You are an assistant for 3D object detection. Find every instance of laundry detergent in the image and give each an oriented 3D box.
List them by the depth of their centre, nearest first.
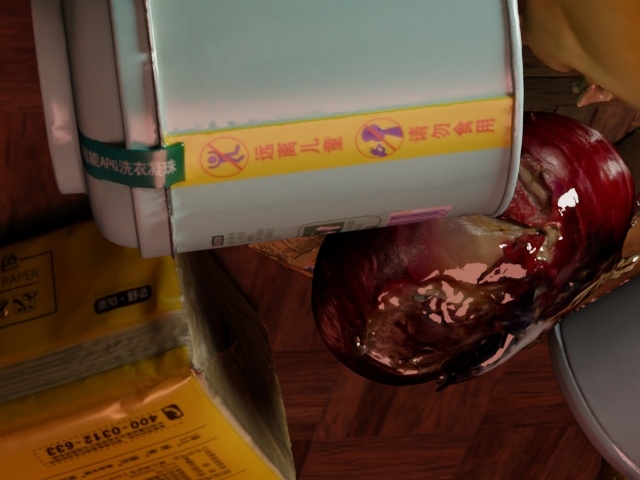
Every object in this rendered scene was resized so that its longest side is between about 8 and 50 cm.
[{"bbox_3d":[-0.040,-0.137,1.196,0.305,0.287,0.287,-7,146,-6],"label":"laundry detergent"}]

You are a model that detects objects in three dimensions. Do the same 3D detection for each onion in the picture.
[{"bbox_3d":[0.119,-0.004,1.497,0.314,0.232,0.314,-36,172,-6],"label":"onion"}]

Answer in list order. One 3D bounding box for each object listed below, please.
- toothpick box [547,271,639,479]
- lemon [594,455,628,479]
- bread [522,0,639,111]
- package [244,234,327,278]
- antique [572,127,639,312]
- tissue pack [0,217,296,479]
[{"bbox_3d":[0.424,0.082,1.673,0.355,0.263,0.263,-36,139,30],"label":"toothpick box"},{"bbox_3d":[0.426,0.267,2.021,0.206,0.173,0.173,-26,146,-5],"label":"lemon"},{"bbox_3d":[0.288,-0.263,1.139,0.361,0.250,0.394,-17,144,8],"label":"bread"},{"bbox_3d":[0.002,-0.001,1.635,0.121,0.031,0.108,-27,142,31],"label":"package"},{"bbox_3d":[0.234,0.010,1.667,0.310,0.087,0.093,-34,141,29],"label":"antique"},{"bbox_3d":[-0.250,0.151,1.608,0.382,0.228,0.293,-17,145,11],"label":"tissue pack"}]
